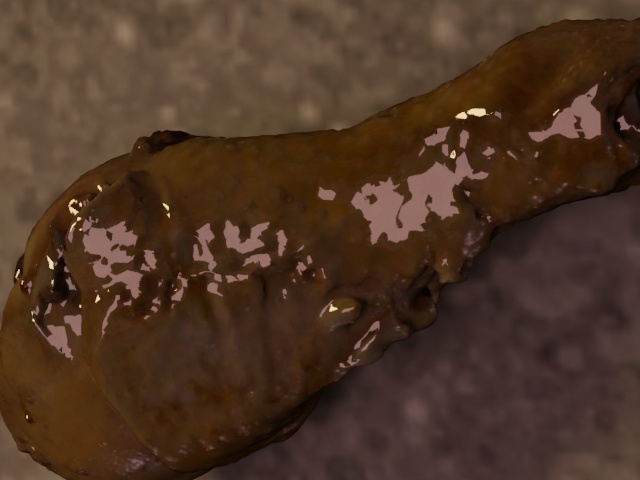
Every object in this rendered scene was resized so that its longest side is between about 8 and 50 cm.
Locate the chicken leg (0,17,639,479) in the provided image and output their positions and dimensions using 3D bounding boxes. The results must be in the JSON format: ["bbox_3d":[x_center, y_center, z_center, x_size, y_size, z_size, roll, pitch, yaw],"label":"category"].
[{"bbox_3d":[-0.001,0.000,0.415,0.198,0.069,0.085,-27,89,20],"label":"chicken leg"}]
